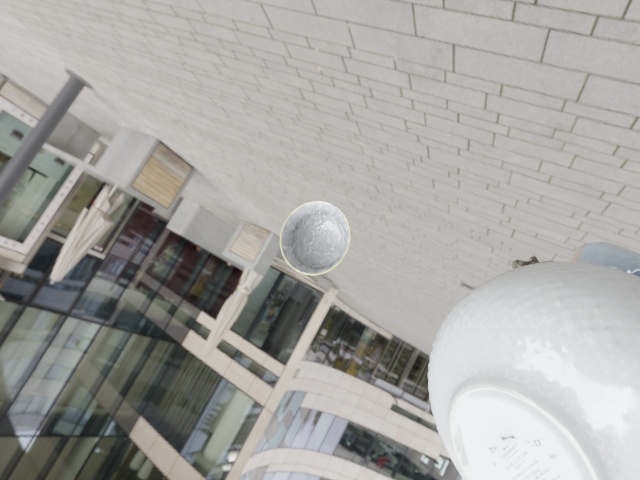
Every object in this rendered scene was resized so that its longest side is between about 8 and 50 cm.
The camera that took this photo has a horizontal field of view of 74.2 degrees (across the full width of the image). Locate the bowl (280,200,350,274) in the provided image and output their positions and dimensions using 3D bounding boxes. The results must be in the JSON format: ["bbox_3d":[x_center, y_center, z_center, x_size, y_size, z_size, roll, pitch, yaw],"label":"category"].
[{"bbox_3d":[0.000,0.000,0.976,0.170,0.170,0.080,25,180,24],"label":"bowl"}]

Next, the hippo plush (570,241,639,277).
[{"bbox_3d":[0.506,0.118,0.611,0.237,0.294,0.234,23,-153,-20],"label":"hippo plush"}]

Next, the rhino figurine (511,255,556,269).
[{"bbox_3d":[0.501,0.078,0.929,0.243,0.073,0.106,18,-174,-36],"label":"rhino figurine"}]

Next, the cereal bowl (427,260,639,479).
[{"bbox_3d":[0.241,0.197,0.440,0.141,0.338,0.339,-14,-162,-33],"label":"cereal bowl"}]
